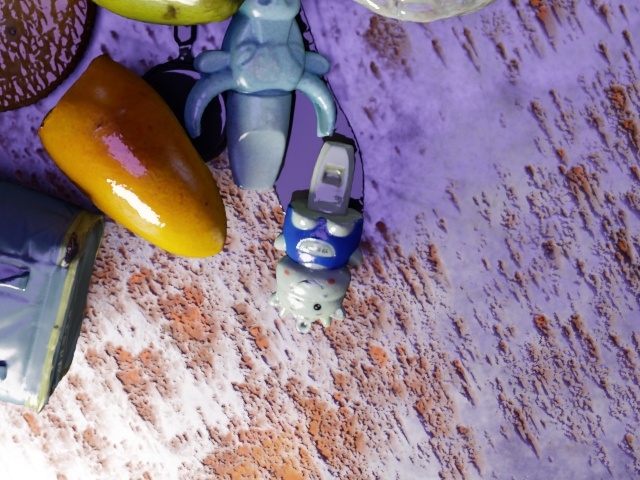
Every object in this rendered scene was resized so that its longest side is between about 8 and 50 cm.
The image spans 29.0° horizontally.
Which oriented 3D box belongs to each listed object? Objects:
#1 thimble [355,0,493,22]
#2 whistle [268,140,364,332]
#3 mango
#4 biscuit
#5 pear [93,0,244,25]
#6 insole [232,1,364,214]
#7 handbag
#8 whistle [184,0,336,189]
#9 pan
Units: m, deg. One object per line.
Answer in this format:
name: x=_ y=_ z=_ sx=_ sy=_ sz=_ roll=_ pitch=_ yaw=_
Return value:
thimble: x=0.120 y=-0.389 z=1.371 sx=0.292 sy=0.195 sz=0.291 roll=1 pitch=104 yaw=5
whistle: x=0.000 y=0.000 z=1.509 sx=0.110 sy=0.092 sz=0.244 roll=13 pitch=106 yaw=4
mango: x=-0.209 y=-0.079 z=1.464 sx=0.257 sy=0.187 sz=0.138 roll=43 pitch=60 yaw=-2
biscuit: x=-0.421 y=-0.304 z=1.516 sx=0.305 sy=0.038 sz=0.305 roll=1 pitch=104 yaw=6
pear: x=-0.188 y=-0.352 z=1.398 sx=0.269 sy=0.212 sz=0.212 roll=38 pitch=104 yaw=21
insole: x=-0.025 y=-0.152 z=1.530 sx=0.119 sy=0.009 sz=0.348 roll=-17 pitch=101 yaw=7
handbag: x=-0.409 y=0.053 z=1.503 sx=0.241 sy=0.222 sz=0.263 roll=17 pitch=104 yaw=-4
whistle: x=-0.072 y=-0.194 z=1.473 sx=0.186 sy=0.093 sz=0.273 roll=-3 pitch=107 yaw=-23
pan: x=-0.170 y=-0.204 z=1.520 sx=0.136 sy=0.028 sz=0.235 roll=3 pitch=103 yaw=5
